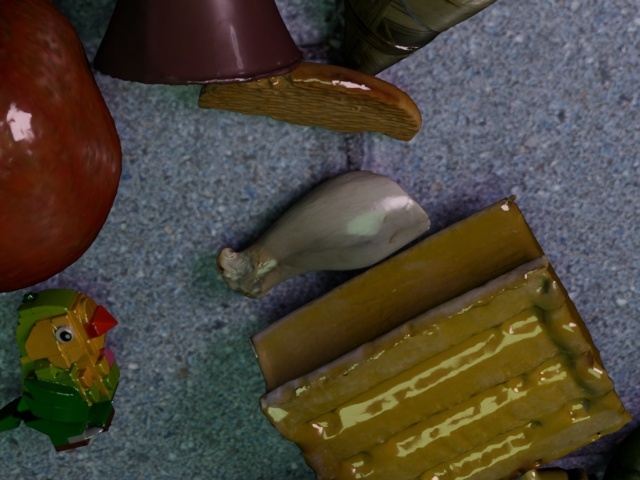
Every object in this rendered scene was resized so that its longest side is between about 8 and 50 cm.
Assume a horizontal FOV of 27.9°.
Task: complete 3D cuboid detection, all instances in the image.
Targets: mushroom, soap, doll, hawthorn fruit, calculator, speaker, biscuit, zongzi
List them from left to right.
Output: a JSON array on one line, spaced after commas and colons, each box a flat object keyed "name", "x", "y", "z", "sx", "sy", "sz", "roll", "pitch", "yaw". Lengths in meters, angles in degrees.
[{"name": "hawthorn fruit", "x": -0.319, "y": -0.088, "z": 1.169, "sx": 0.295, "sy": 0.295, "sz": 0.311, "roll": -18, "pitch": 115, "yaw": 6}, {"name": "doll", "x": -0.285, "y": 0.138, "z": 1.397, "sx": 0.134, "sy": 0.106, "sz": 0.186, "roll": 12, "pitch": 118, "yaw": 1}, {"name": "speaker", "x": -0.155, "y": -0.297, "z": 1.119, "sx": 0.259, "sy": 0.198, "sz": 0.329, "roll": -16, "pitch": 115, "yaw": -20}, {"name": "biscuit", "x": -0.004, "y": -0.141, "z": 1.255, "sx": 0.224, "sy": 0.144, "sz": 0.033, "roll": 7, "pitch": 77, "yaw": -8}, {"name": "mushroom", "x": 0.000, "y": 0.000, "z": 1.351, "sx": 0.225, "sy": 0.093, "sz": 0.116, "roll": -24, "pitch": 140, "yaw": 3}, {"name": "zongzi", "x": 0.036, "y": -0.270, "z": 1.211, "sx": 0.221, "sy": 0.112, "sz": 0.242, "roll": 47, "pitch": 132, "yaw": -15}, {"name": "soap", "x": 0.135, "y": 0.148, "z": 1.388, "sx": 0.335, "sy": 0.156, "sz": 0.293, "roll": -30, "pitch": 132, "yaw": 12}, {"name": "calculator", "x": 0.243, "y": 0.310, "z": 1.503, "sx": 0.157, "sy": 0.033, "sz": 0.236, "roll": -34, "pitch": 156, "yaw": 20}]

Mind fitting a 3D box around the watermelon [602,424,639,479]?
[{"name": "watermelon", "x": 0.443, "y": 0.304, "z": 1.471, "sx": 0.242, "sy": 0.242, "sz": 0.242, "roll": -2, "pitch": 119, "yaw": -3}]
